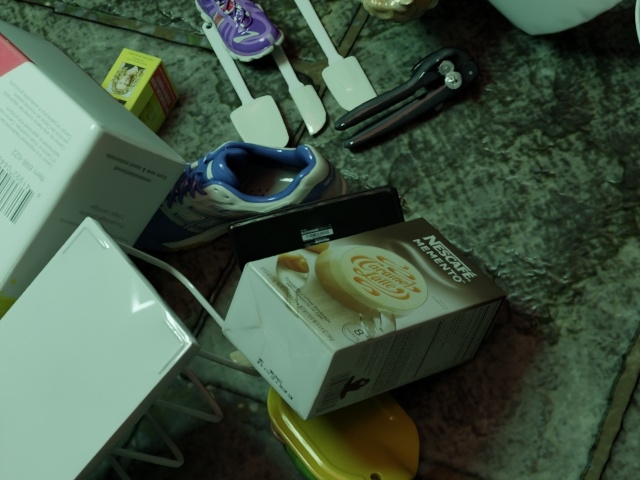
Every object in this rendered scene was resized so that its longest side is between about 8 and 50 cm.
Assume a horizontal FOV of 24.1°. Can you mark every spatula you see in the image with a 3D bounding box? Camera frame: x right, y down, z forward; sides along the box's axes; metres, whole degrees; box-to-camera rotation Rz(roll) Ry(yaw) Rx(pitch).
[{"bbox_3d":[-0.049,-0.215,1.827,0.168,0.019,0.242,-27,57,-1],"label":"spatula"}]

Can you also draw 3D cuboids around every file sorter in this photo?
[{"bbox_3d":[-0.222,0.158,1.507,0.278,0.173,0.193,-49,58,9],"label":"file sorter"}]

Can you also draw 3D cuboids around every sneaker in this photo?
[{"bbox_3d":[-0.111,-0.281,1.838,0.068,0.071,0.170,-39,55,-10],"label":"sneaker"},{"bbox_3d":[-0.119,-0.066,1.691,0.296,0.131,0.112,-5,61,13],"label":"sneaker"}]

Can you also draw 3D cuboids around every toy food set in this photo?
[{"bbox_3d":[0.009,0.192,1.547,0.128,0.071,0.218,-22,55,-28],"label":"toy food set"}]

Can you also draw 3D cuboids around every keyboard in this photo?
[{"bbox_3d":[0.000,0.000,1.652,0.192,0.100,0.038,-12,18,5],"label":"keyboard"}]

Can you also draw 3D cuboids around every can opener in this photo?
[{"bbox_3d":[0.102,-0.163,1.743,0.186,0.073,0.059,-36,96,-4],"label":"can opener"}]

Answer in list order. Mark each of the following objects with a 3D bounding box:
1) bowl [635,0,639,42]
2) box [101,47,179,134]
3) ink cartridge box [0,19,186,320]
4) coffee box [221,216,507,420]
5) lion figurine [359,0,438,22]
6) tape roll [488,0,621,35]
[{"bbox_3d":[0.492,-0.214,1.615,0.297,0.134,0.298,-7,58,11],"label":"bowl"},{"bbox_3d":[-0.254,-0.110,1.780,0.058,0.087,0.232,18,65,21],"label":"box"},{"bbox_3d":[-0.372,-0.017,1.632,0.279,0.160,0.385,41,101,31],"label":"ink cartridge box"},{"bbox_3d":[0.046,0.073,1.507,0.246,0.098,0.141,-15,48,-42],"label":"coffee box"},{"bbox_3d":[0.046,-0.381,1.819,0.392,0.142,0.240,17,84,60],"label":"lion figurine"},{"bbox_3d":[0.290,-0.375,1.704,0.286,0.100,0.286,-37,31,27],"label":"tape roll"}]
